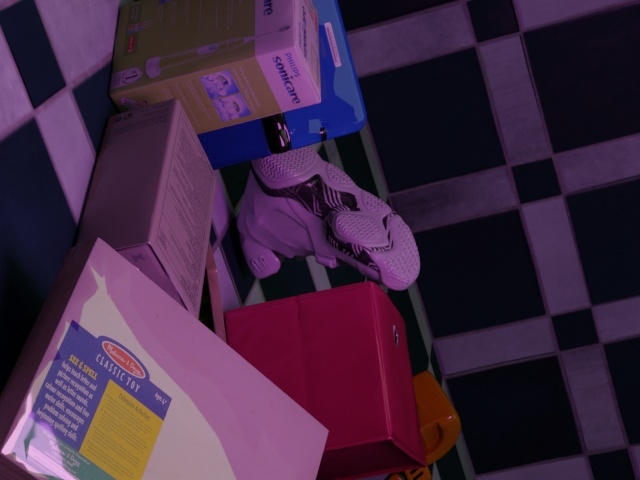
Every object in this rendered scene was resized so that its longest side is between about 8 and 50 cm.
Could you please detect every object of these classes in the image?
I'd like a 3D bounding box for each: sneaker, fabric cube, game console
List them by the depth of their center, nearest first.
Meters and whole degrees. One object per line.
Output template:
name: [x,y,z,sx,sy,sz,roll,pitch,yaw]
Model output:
game console: [-0.097,-0.287,2.031,0.173,0.250,0.293,-2,-76,63]
fabric cube: [0.011,0.244,2.032,0.254,0.259,0.258,51,29,-63]
sneaker: [0.000,0.000,2.101,0.366,0.210,0.137,42,39,21]

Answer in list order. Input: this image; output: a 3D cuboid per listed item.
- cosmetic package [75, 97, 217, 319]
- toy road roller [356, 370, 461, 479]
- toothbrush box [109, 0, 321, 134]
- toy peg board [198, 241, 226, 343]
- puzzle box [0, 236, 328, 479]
cosmetic package: [-0.225,-0.030,1.654,0.309,0.113,0.160,-86,159,-50]
toy road roller: [0.154,0.398,2.411,0.202,0.240,0.330,61,-5,44]
toothbrush box: [-0.151,-0.276,1.830,0.122,0.283,0.206,61,19,-46]
toy peg board: [-0.188,0.063,1.768,0.161,0.079,0.161,-111,-166,-52]
puzzle box: [-0.163,0.221,1.364,0.409,0.052,0.272,44,47,-31]
